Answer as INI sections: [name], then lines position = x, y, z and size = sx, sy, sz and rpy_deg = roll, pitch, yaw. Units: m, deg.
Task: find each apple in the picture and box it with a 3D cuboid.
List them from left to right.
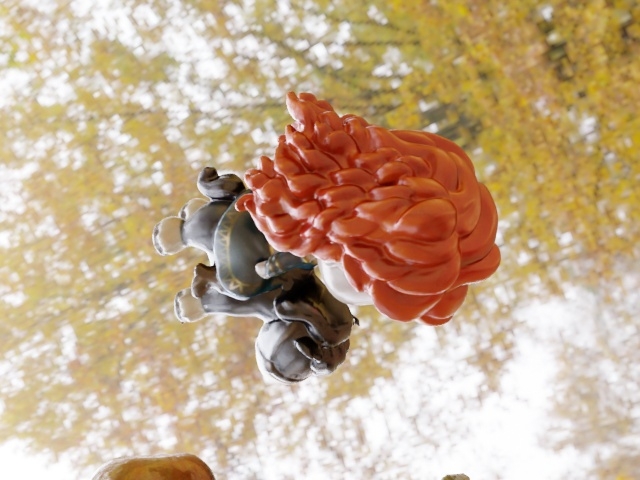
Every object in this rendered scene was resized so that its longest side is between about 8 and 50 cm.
[apple]
position = -0.214, 0.355, 1.594
size = 0.199, 0.199, 0.199
rpy_deg = 25, -126, -40

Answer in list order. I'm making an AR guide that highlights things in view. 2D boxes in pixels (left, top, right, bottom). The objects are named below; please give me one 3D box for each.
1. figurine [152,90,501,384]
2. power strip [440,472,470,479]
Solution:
[figurine]
position = -0.005, 0.010, 1.491
size = 0.241, 0.412, 0.306
rpy_deg = -16, -108, -55
[power strip]
position = 0.195, 0.396, 1.997
size = 0.028, 0.076, 0.169
rpy_deg = 33, -179, 17
